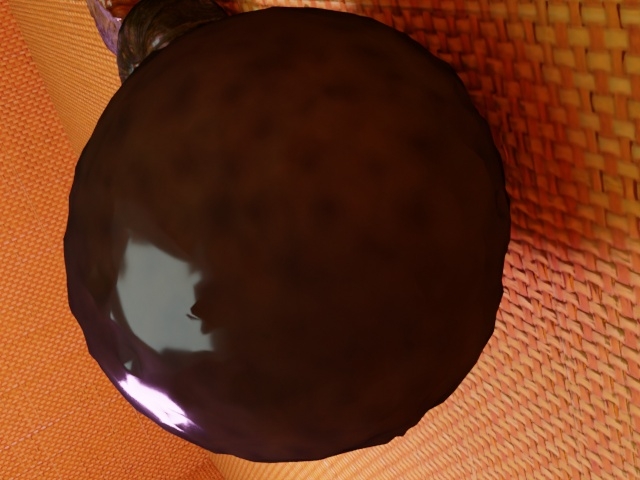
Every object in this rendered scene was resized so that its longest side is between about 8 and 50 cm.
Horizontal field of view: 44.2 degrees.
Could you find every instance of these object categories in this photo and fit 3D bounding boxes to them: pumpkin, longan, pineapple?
[{"bbox_3d":[-0.187,-0.235,1.088,0.223,0.157,0.224,25,126,41],"label":"pumpkin"},{"bbox_3d":[-0.026,-0.006,0.691,0.391,0.391,0.391,50,156,31],"label":"longan"},{"bbox_3d":[-0.309,-0.360,1.292,0.186,0.114,0.237,10,128,65],"label":"pineapple"}]
